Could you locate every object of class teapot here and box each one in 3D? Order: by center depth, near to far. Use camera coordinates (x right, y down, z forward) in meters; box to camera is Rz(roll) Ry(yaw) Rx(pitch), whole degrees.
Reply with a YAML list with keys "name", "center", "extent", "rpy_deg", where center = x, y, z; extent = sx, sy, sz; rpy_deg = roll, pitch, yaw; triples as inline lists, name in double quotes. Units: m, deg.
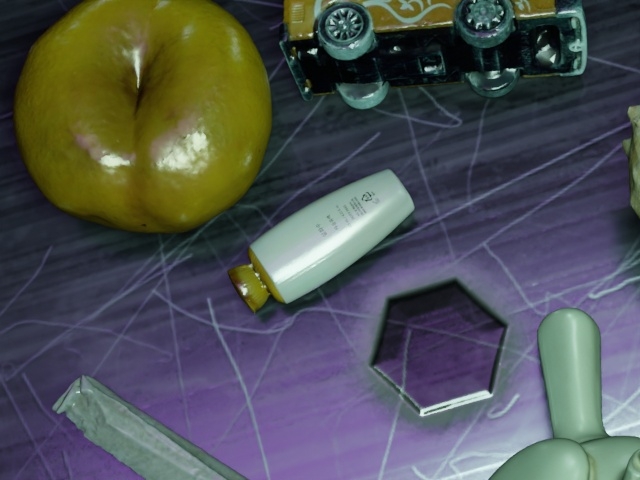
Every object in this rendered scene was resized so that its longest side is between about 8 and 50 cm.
- name: "teapot"
  center: [0.198, 0.212, 1.168]
  extent: [0.149, 0.318, 0.220]
  rpy_deg: [38, 103, -13]

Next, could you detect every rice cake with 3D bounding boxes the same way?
- name: "rice cake"
  center: [-0.124, 0.203, 1.291]
  extent: [0.270, 0.049, 0.055]
  rpy_deg: [29, 100, 17]

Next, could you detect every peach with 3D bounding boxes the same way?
- name: "peach"
  center: [-0.165, -0.126, 1.360]
  extent: [0.251, 0.153, 0.251]
  rpy_deg: [-1, 77, 5]

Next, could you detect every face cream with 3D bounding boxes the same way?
- name: "face cream"
  center: [0.000, 0.000, 1.339]
  extent: [0.182, 0.051, 0.072]
  rpy_deg: [-33, 70, -4]

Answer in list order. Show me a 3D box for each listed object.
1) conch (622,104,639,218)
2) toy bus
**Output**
- name: "conch"
  center: [0.390, -0.033, 1.225]
  extent: [0.263, 0.186, 0.324]
  rpy_deg: [-5, 88, -9]
- name: "toy bus"
  center: [0.108, -0.229, 1.357]
  extent: [0.275, 0.138, 0.167]
  rpy_deg: [-3, 69, 10]
